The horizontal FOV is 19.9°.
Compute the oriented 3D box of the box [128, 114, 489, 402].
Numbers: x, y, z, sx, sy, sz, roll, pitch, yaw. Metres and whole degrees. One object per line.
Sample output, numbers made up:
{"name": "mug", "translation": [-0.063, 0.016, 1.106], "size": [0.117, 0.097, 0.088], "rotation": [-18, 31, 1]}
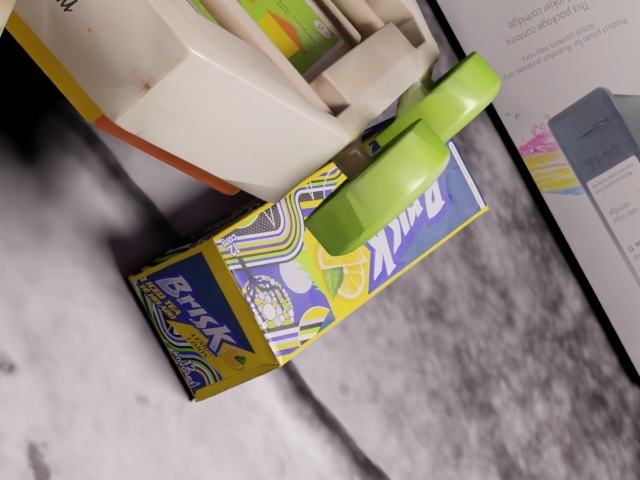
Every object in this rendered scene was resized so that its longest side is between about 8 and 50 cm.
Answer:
{"name": "box", "translation": [0.000, 0.000, 0.761], "size": [0.169, 0.054, 0.059], "rotation": [-35, 99, -50]}

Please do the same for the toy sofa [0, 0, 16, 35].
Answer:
{"name": "toy sofa", "translation": [-0.248, 0.002, 0.448], "size": [0.150, 0.177, 0.362], "rotation": [39, 43, 6]}

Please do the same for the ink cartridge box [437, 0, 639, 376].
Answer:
{"name": "ink cartridge box", "translation": [0.209, -0.066, 0.964], "size": [0.207, 0.119, 0.353], "rotation": [-37, 100, -49]}

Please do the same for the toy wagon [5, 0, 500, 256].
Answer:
{"name": "toy wagon", "translation": [-0.040, -0.136, 0.720], "size": [0.267, 0.068, 0.344], "rotation": [50, 22, -4]}
